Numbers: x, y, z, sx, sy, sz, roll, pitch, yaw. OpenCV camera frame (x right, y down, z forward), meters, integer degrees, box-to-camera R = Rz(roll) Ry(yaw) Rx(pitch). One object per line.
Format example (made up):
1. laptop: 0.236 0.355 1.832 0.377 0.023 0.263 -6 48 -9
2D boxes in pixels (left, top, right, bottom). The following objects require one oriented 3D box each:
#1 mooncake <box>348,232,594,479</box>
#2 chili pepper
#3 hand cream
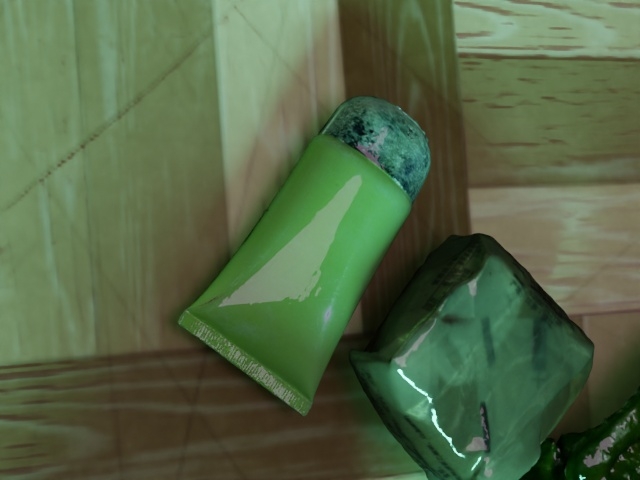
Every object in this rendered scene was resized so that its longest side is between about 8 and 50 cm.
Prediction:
1. mooncake: 0.088 0.073 0.963 0.130 0.073 0.125 -46 112 -24
2. chili pepper: 0.227 0.099 1.045 0.257 0.074 0.100 -39 106 -27
3. hand cream: 0.000 0.000 0.935 0.095 0.046 0.175 39 74 -24
